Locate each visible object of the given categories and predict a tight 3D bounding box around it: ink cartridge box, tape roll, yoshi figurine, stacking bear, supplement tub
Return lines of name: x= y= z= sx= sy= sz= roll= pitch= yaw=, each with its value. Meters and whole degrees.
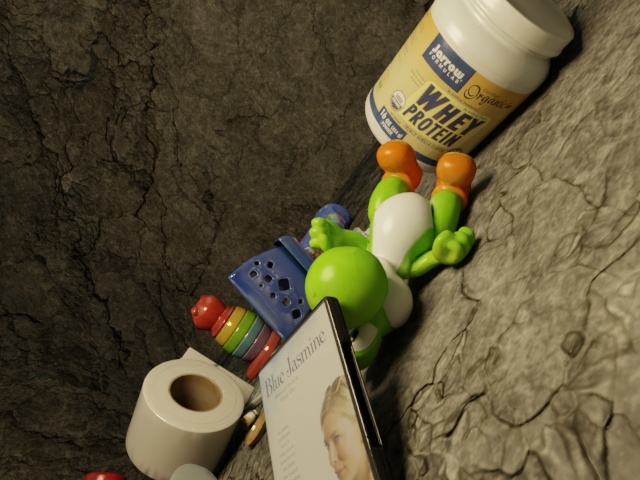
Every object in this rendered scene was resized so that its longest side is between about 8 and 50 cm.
ink cartridge box: x=-0.353 y=0.463 z=1.414 sx=0.168 sy=0.233 sz=0.171 roll=-60 pitch=7 yaw=-36
tape roll: x=-0.328 y=0.432 z=1.163 sx=0.246 sy=0.246 sz=0.169 roll=-74 pitch=7 yaw=-70
yoshi figurine: x=0.093 y=0.003 z=0.690 sx=0.362 sy=0.203 sz=0.203 roll=-62 pitch=15 yaw=-23
stacking bear: x=-0.287 y=0.287 z=1.558 sx=0.164 sy=0.289 sz=0.175 roll=-52 pitch=7 yaw=31
supplement tub: x=0.249 y=-0.296 z=0.851 sx=0.316 sy=0.228 sz=0.228 roll=-49 pitch=9 yaw=47

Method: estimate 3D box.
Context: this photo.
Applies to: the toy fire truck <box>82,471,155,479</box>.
toy fire truck: x=-0.419 y=0.590 z=1.037 sx=0.169 sy=0.302 sz=0.254 roll=-91 pitch=25 yaw=-42

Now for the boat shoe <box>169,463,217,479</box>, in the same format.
boat shoe: x=-0.233 y=0.521 z=0.825 sx=0.105 sy=0.113 sz=0.306 roll=-61 pitch=22 yaw=6

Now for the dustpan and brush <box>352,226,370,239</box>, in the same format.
dustpan and brush: x=0.112 y=0.000 z=1.105 sx=0.147 sy=0.060 sz=0.211 roll=-55 pitch=7 yaw=4

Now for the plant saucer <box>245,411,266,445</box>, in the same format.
plant saucer: x=-0.134 y=0.412 z=1.042 sx=0.083 sy=0.015 sz=0.083 roll=-54 pitch=6 yaw=8

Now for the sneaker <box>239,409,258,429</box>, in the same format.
sneaker: x=-0.174 y=0.438 z=1.173 sx=0.037 sy=0.032 sz=0.083 roll=-35 pitch=-8 yaw=-37

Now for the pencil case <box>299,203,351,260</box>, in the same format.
pencil case: x=0.000 y=0.000 z=1.613 sx=0.306 sy=0.133 sz=0.119 roll=-60 pitch=-1 yaw=-43

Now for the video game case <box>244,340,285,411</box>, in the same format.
video game case: x=-0.126 y=0.346 z=1.277 sx=0.173 sy=0.022 sz=0.190 roll=-50 pitch=9 yaw=44

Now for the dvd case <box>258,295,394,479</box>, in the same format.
dvd case: x=-0.006 y=0.213 z=0.539 sx=0.180 sy=0.022 sz=0.253 roll=-52 pitch=37 yaw=32

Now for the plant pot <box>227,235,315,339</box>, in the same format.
plant pot: x=-0.112 y=0.121 z=1.371 sx=0.212 sy=0.236 sz=0.236 roll=-42 pitch=3 yaw=-12
